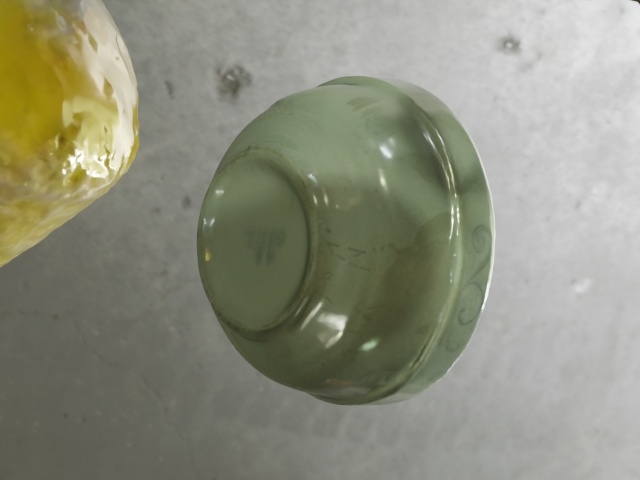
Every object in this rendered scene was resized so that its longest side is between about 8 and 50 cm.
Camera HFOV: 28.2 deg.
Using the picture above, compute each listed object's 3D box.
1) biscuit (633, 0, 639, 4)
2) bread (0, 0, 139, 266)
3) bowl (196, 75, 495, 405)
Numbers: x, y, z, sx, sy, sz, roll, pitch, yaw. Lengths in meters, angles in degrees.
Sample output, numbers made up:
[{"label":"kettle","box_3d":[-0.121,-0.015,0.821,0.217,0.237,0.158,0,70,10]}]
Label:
[{"label":"biscuit","box_3d":[0.148,-0.120,0.518,0.305,0.305,0.038,-8,112,-34]},{"label":"bread","box_3d":[-0.194,-0.085,0.676,0.170,0.197,0.197,-38,134,19]},{"label":"bowl","box_3d":[0.000,0.000,1.155,0.163,0.307,0.307,1,111,-43]}]
